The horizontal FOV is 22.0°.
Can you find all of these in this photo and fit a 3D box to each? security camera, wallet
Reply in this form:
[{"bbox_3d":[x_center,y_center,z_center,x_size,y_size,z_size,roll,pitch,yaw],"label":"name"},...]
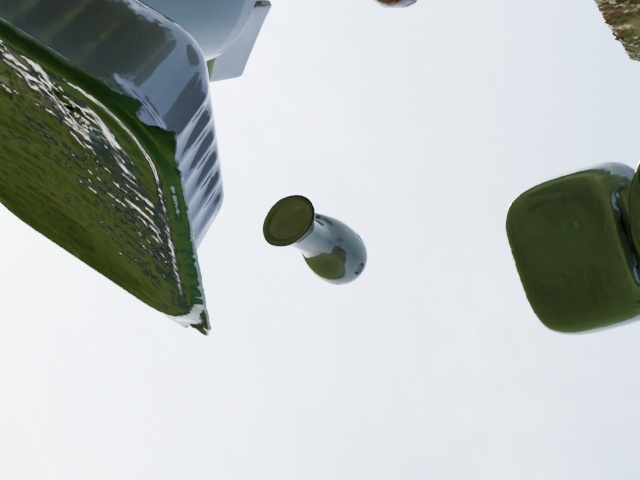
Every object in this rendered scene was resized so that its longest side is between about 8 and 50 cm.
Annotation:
[{"bbox_3d":[0.286,-0.008,1.395,0.301,0.080,0.157,-19,-94,50],"label":"security camera"},{"bbox_3d":[-0.102,-0.238,1.949,0.025,0.061,0.122,64,-35,30],"label":"wallet"}]

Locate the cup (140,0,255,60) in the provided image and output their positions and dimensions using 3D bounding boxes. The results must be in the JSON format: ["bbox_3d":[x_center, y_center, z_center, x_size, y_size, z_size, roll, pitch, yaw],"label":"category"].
[{"bbox_3d":[-0.203,-0.282,1.399,0.356,0.274,0.260,-18,-95,54],"label":"cup"}]

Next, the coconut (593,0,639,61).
[{"bbox_3d":[0.303,-0.252,1.209,0.245,0.233,0.233,-24,-101,16],"label":"coconut"}]

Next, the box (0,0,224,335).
[{"bbox_3d":[-0.169,-0.089,1.229,0.264,0.106,0.337,32,-24,16],"label":"box"}]

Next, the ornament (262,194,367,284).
[{"bbox_3d":[0.000,0.000,1.946,0.074,0.156,0.081,-30,-122,19],"label":"ornament"}]

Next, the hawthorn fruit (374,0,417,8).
[{"bbox_3d":[0.089,-0.271,1.731,0.103,0.066,0.067,35,-52,55],"label":"hawthorn fruit"}]
